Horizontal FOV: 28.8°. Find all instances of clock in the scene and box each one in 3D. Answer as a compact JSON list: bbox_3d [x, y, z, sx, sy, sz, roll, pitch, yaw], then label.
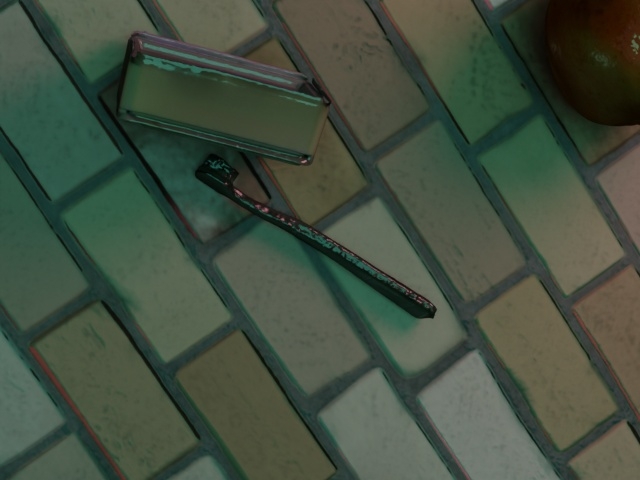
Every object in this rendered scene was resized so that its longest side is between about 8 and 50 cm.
[{"bbox_3d":[-0.097,-0.140,1.209,0.191,0.147,0.071,13,104,-13],"label":"clock"}]

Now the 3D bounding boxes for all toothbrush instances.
[{"bbox_3d":[0.000,0.000,1.300,0.297,0.030,0.031,33,76,-12],"label":"toothbrush"}]

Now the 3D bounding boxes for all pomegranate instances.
[{"bbox_3d":[0.333,-0.215,1.272,0.209,0.209,0.209,-1,93,-12],"label":"pomegranate"}]
